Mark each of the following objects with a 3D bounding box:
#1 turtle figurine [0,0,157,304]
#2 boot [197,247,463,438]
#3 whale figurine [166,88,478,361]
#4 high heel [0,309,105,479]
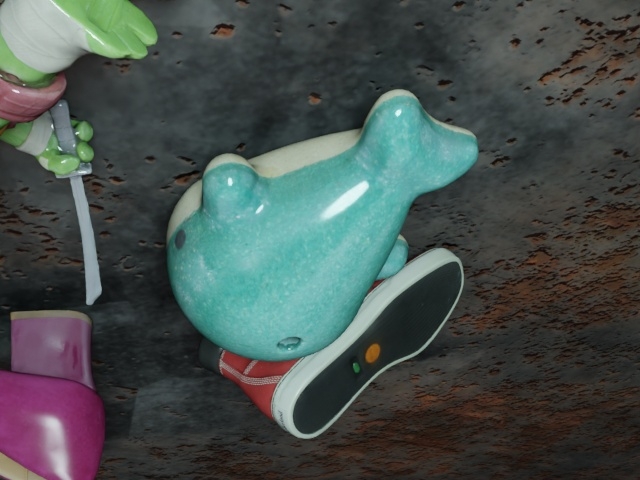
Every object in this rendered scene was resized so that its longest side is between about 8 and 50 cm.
[{"bbox_3d":[-0.169,-0.047,0.536,0.266,0.274,0.198,-38,172,29],"label":"turtle figurine"},{"bbox_3d":[0.006,0.065,0.852,0.244,0.176,0.088,-35,128,-26],"label":"boot"},{"bbox_3d":[0.000,0.000,0.691,0.272,0.141,0.216,-33,140,31],"label":"whale figurine"},{"bbox_3d":[-0.389,0.169,0.800,0.377,0.181,0.127,-9,147,-2],"label":"high heel"}]
